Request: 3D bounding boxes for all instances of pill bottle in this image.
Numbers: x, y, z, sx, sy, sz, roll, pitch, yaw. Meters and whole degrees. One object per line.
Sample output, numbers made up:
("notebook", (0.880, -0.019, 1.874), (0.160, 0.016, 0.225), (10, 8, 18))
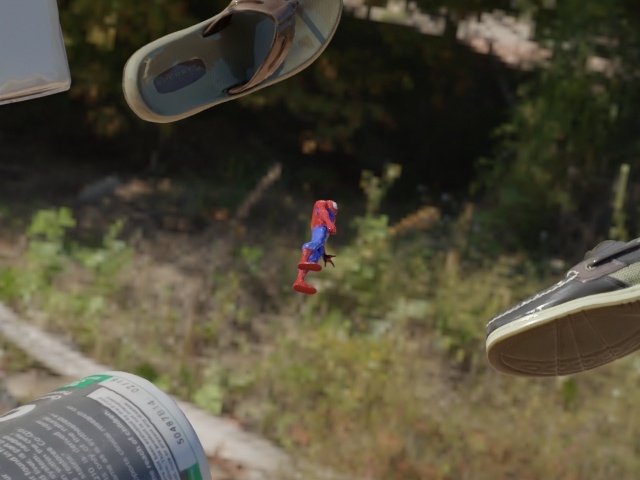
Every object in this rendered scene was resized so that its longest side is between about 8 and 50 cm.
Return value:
("pill bottle", (-0.280, 0.264, 1.510), (0.204, 0.204, 0.361), (15, 23, 32))

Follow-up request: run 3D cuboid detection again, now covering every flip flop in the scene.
("flip flop", (-0.083, -0.211, 1.793), (0.277, 0.112, 0.080), (-29, 8, -26))

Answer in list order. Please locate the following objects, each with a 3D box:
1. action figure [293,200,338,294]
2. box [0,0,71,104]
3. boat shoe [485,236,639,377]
("action figure", (0.000, 0.000, 1.397), (0.030, 0.038, 0.115), (8, 35, 3))
("box", (-0.294, -0.124, 1.064), (0.275, 0.113, 0.094), (-7, 9, 36))
("boat shoe", (0.225, 0.036, 1.259), (0.223, 0.080, 0.073), (-20, 51, 5))
